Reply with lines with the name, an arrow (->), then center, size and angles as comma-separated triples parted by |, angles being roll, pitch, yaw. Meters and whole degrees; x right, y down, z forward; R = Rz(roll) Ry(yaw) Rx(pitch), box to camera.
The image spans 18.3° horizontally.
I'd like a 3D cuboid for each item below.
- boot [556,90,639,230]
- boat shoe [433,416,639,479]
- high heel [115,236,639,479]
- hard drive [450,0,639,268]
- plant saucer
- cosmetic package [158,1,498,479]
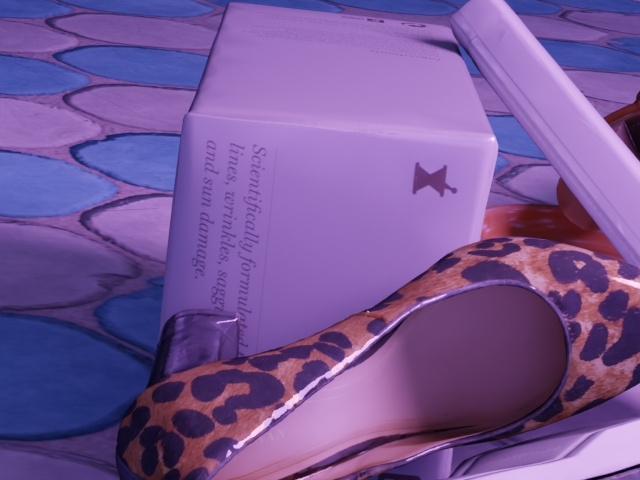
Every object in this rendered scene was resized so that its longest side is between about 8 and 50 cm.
boot -> 0.324, -0.100, 1.529 | 0.283, 0.109, 0.220 | -31, 3, 27
boat shoe -> 0.059, 0.141, 0.827 | 0.303, 0.091, 0.114 | -10, -6, -41
high heel -> 0.049, 0.070, 0.831 | 0.261, 0.093, 0.186 | -6, 18, 3
hard drive -> 0.193, 0.002, 1.123 | 0.203, 0.040, 0.307 | 43, 11, -42
plant saucer -> 0.204, 0.015, 1.492 | 0.200, 0.037, 0.200 | 6, 15, -1
cosmetic package -> 0.000, 0.000, 1.109 | 0.156, 0.217, 0.385 | 6, 12, 0
